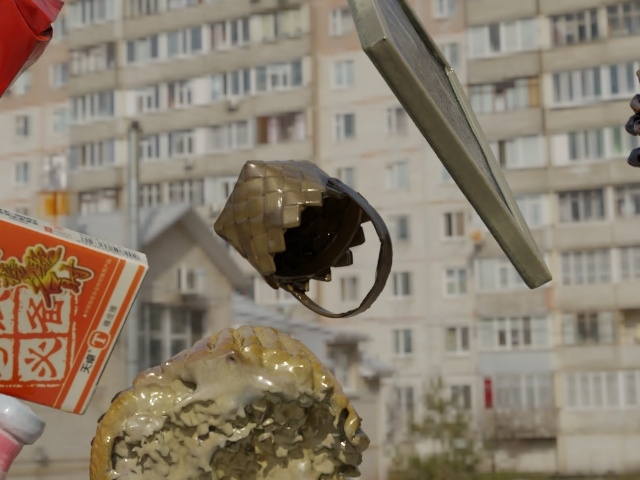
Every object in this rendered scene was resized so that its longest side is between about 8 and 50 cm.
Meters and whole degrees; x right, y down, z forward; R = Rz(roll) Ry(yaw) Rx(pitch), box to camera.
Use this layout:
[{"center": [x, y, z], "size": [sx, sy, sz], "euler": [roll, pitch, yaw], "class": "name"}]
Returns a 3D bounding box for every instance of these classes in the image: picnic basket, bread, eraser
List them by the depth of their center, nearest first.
[{"center": [-0.282, 0.051, 1.141], "size": [0.230, 0.157, 0.038], "euler": [19, 17, -23], "class": "eraser"}, {"center": [-0.091, 0.205, 1.288], "size": [0.274, 0.274, 0.149], "euler": [0, 23, -13], "class": "bread"}, {"center": [0.000, 0.000, 1.327], "size": [0.178, 0.128, 0.137], "euler": [35, 23, 32], "class": "picnic basket"}]

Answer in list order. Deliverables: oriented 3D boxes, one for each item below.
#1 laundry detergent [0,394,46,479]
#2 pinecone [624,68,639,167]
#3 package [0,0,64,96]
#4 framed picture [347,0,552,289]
[{"center": [-0.453, 0.328, 1.566], "size": [0.088, 0.335, 0.159], "euler": [30, -15, 29], "class": "laundry detergent"}, {"center": [0.398, -0.146, 1.324], "size": [0.168, 0.212, 0.185], "euler": [20, 37, 20], "class": "pinecone"}, {"center": [-0.526, -0.204, 1.758], "size": [0.196, 0.423, 0.123], "euler": [38, -10, -17], "class": "package"}, {"center": [0.075, -0.132, 1.006], "size": [0.020, 0.324, 0.240], "euler": [-31, -58, 13], "class": "framed picture"}]
